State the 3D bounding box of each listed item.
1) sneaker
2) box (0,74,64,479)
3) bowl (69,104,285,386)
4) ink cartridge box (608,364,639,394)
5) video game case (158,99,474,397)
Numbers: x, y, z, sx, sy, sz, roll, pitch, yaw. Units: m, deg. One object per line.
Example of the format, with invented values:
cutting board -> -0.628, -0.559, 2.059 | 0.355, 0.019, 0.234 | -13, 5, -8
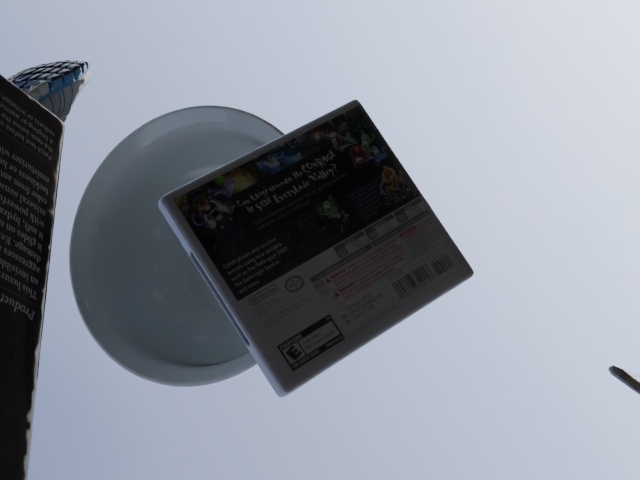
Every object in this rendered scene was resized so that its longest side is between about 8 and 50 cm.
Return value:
sneaker -> -0.276, -0.110, 0.976 | 0.190, 0.071, 0.082 | -57, -42, -49
box -> -0.338, 0.048, 0.639 | 0.183, 0.296, 0.294 | 41, -140, -51
bowl -> -0.111, 0.013, 1.110 | 0.297, 0.298, 0.134 | 64, -165, 19
ink cartridge box -> 0.240, 0.180, 0.309 | 0.371, 0.069, 0.176 | 42, -171, 30
video game case -> 0.000, 0.000, 0.786 | 0.190, 0.022, 0.173 | -30, -98, -25
